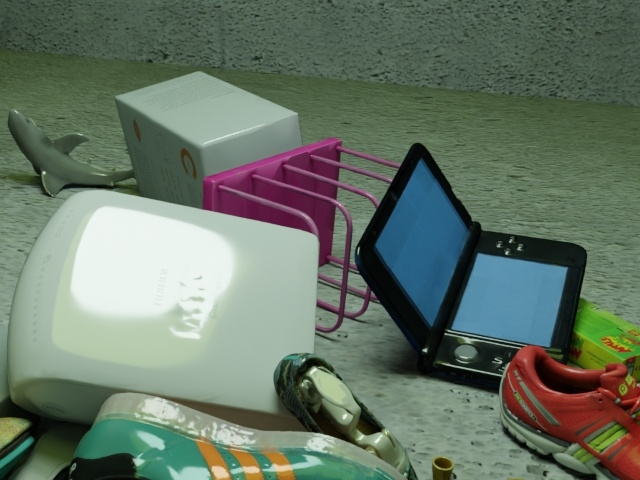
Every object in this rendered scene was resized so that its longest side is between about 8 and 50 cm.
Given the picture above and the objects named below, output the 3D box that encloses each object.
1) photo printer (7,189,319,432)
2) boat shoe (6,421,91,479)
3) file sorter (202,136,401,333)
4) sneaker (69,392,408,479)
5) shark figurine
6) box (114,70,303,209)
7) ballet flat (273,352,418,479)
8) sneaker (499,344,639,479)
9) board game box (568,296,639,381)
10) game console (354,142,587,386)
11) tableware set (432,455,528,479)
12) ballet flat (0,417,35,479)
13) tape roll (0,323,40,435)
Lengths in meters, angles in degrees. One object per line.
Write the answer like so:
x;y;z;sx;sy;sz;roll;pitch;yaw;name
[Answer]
-0.159;0.078;0.883;0.308;0.107;0.256;12;51;-11;photo printer
-0.255;0.217;0.795;0.046;0.038;0.125;26;26;3;boat shoe
0.000;0.000;1.162;0.182;0.202;0.291;19;26;30;file sorter
-0.070;0.230;0.732;0.302;0.108;0.121;12;42;6;sneaker
-0.453;-0.123;1.568;0.278;0.166;0.116;18;46;-12;shark figurine
-0.177;-0.125;1.381;0.168;0.214;0.345;-23;32;-25;box
0.030;0.179;0.785;0.188;0.070;0.070;44;28;1;ballet flat
0.309;0.187;0.860;0.279;0.118;0.107;19;27;33;sneaker
0.356;0.125;1.122;0.092;0.043;0.181;-11;26;-31;board game box
0.206;0.022;1.086;0.250;0.173;0.293;9;39;19;game console
0.175;0.248;0.812;0.154;0.024;0.104;15;24;26;tableware set
-0.344;0.219;0.646;0.123;0.123;0.348;8;25;9;ballet flat
-0.403;0.160;0.865;0.219;0.072;0.219;3;22;-1;tape roll
